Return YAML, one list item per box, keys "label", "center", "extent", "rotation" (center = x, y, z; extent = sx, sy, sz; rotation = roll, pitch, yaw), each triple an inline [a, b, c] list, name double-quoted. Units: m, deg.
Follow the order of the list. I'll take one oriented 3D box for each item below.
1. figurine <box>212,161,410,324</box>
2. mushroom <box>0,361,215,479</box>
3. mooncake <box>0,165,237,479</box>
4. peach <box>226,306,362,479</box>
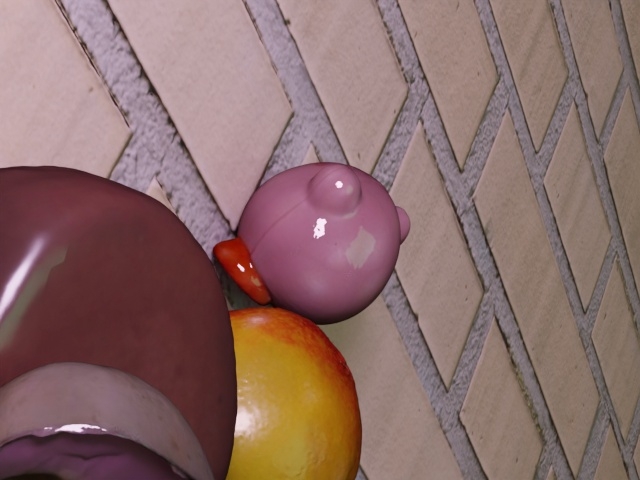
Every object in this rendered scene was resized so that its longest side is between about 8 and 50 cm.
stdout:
- label: "figurine"
  center: [0.000, 0.000, 1.575]
  extent: [0.173, 0.173, 0.173]
  rotation: [-19, 112, -60]
- label: "mushroom"
  center: [-0.148, 0.148, 1.042]
  extent: [0.188, 0.141, 0.117]
  rotation: [45, 33, -33]
- label: "mooncake"
  center: [-0.209, 0.122, 1.189]
  extent: [0.334, 0.174, 0.326]
  rotation: [-63, 142, -22]
- label: "peach"
  center: [-0.069, 0.175, 1.437]
  extent: [0.231, 0.231, 0.231]
  rotation: [-19, 112, -60]
